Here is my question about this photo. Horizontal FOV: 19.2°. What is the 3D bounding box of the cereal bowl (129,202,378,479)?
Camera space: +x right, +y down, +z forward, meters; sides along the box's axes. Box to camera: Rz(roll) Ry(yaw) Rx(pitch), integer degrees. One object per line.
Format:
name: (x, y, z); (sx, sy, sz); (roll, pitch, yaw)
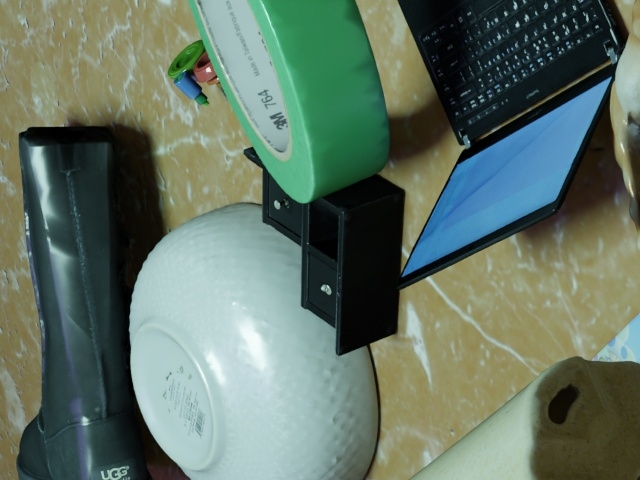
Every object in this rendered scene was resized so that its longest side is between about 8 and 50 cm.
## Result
cereal bowl: (-0.097, 0.137, 1.956); (0.339, 0.141, 0.339); (30, 129, 45)

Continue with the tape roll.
tape roll: (-0.043, -0.192, 1.660); (0.321, 0.077, 0.321); (61, 168, 23)

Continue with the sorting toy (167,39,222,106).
sorting toy: (-0.115, -0.167, 1.913); (0.042, 0.061, 0.102); (45, 164, -25)

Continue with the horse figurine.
horse figurine: (0.249, -0.102, 1.362); (0.174, 0.066, 0.263); (-93, 0, -48)

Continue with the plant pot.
plant pot: (0.176, 0.263, 1.457); (0.334, 0.334, 0.305); (55, 133, 22)

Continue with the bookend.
bookend: (0.000, 0.000, 1.805); (0.157, 0.072, 0.156); (34, 133, 43)

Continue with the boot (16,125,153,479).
boot: (-0.296, 0.084, 2.204); (0.367, 0.146, 0.445); (-166, 65, -66)

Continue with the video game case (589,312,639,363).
video game case: (0.283, 0.173, 1.529); (0.204, 0.025, 0.285); (59, 145, 17)

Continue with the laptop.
laptop: (0.117, -0.128, 1.510); (0.234, 0.136, 0.264); (-29, 82, 56)
